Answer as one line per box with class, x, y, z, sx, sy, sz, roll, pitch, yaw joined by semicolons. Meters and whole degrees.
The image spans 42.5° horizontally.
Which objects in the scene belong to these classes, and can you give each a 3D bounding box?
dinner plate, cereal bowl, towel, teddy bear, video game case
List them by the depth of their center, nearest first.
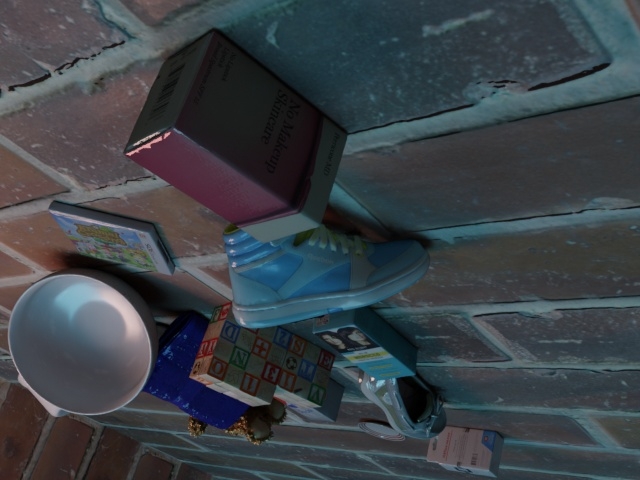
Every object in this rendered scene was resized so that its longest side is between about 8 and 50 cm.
video game case;-0.408;0.000;1.625;0.212;0.023;0.193;13;154;11
cereal bowl;-0.523;0.214;1.874;0.338;0.339;0.141;17;-162;2
towel;-0.280;0.319;2.012;0.308;0.228;0.076;38;-173;-34
teddy bear;-0.255;0.447;2.216;0.337;0.245;0.113;9;129;4
dinner plate;0.177;0.545;2.367;0.141;0.017;0.141;14;155;7

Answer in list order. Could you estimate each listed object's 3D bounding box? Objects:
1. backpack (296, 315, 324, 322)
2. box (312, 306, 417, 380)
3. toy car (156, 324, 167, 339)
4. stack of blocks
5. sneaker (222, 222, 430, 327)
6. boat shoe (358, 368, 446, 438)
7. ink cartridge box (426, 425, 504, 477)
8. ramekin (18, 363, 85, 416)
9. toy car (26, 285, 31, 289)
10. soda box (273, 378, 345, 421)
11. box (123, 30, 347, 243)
backpack;-0.055;0.066;1.427;0.152;0.115;0.182;36;152;-11
box;0.094;0.203;1.652;0.100;0.060;0.244;-15;141;32
toy car;-0.371;0.305;2.091;0.181;0.136;0.159;6;152;24
stack of blocks;-0.124;0.282;1.846;0.297;0.171;0.087;30;153;-25
sneaker;0.000;0.000;1.254;0.318;0.208;0.127;-15;-165;-3
boat shoe;0.206;0.365;1.868;0.103;0.118;0.320;0;143;42
ink cartridge box;0.375;0.545;2.135;0.180;0.104;0.060;-2;150;36
ramekin;-0.606;0.320;2.077;0.135;0.277;0.277;51;156;9
toy car;-0.703;0.235;2.103;0.148;0.189;0.155;15;155;6
soda box;-0.063;0.355;2.041;0.091;0.098;0.286;-5;148;39
box;-0.101;-0.121;1.031;0.232;0.149;0.126;33;150;-31
